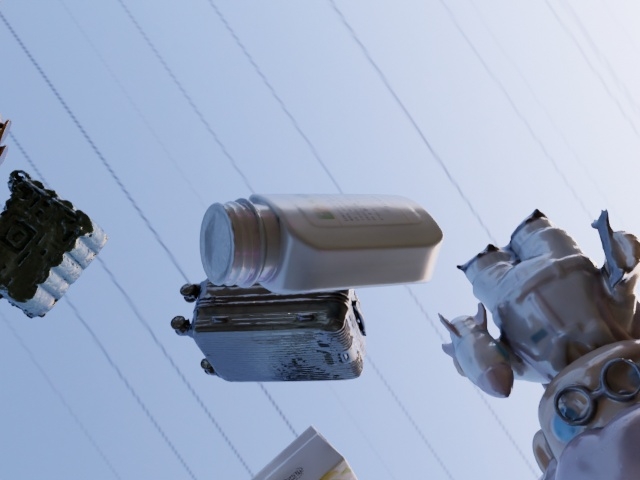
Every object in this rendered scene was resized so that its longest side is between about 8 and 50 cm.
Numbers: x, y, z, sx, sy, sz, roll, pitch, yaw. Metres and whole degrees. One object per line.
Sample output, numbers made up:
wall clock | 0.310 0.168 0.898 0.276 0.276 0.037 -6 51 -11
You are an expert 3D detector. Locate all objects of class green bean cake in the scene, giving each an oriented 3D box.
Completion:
green bean cake | -0.506 0.006 1.301 0.194 0.107 0.208 33 -105 8

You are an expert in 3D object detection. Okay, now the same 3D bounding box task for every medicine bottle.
medicine bottle | 0.000 0.000 1.050 0.324 0.179 0.124 -1 -63 -34

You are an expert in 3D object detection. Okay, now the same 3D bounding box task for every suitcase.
suitcase | -0.079 0.155 1.300 0.202 0.313 0.128 70 -159 -49

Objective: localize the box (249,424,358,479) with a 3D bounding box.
box | -0.019 0.496 1.383 0.194 0.111 0.260 -39 -50 -16

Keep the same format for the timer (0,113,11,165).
timer | -0.577 -0.179 1.247 0.109 0.107 0.107 19 -117 -12

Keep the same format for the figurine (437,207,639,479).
figurine | 0.139 0.084 0.344 0.112 0.137 0.228 37 -159 -50
